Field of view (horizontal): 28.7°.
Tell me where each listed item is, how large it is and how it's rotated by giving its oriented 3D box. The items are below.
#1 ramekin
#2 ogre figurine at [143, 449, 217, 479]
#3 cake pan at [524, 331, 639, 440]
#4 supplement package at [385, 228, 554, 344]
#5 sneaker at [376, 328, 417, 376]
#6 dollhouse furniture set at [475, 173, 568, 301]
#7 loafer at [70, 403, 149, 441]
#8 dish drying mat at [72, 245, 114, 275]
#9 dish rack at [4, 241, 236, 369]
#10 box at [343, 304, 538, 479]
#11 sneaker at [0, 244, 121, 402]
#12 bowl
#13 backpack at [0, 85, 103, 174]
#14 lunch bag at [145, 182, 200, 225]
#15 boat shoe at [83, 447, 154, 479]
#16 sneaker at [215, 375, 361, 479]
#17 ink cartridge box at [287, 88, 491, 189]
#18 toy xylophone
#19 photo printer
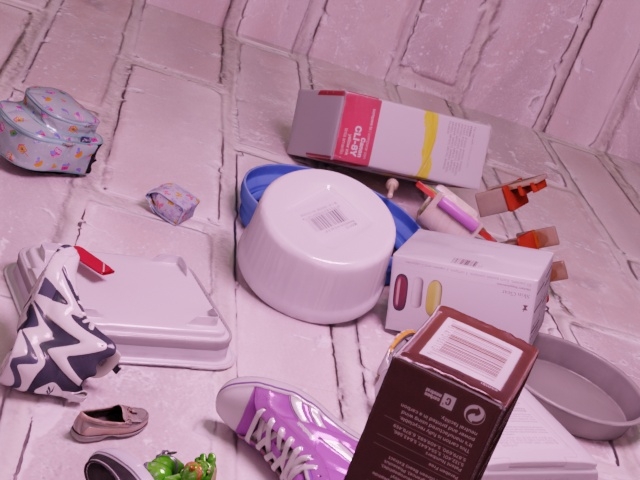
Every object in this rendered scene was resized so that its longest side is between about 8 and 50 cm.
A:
[{"bbox_3d":[0.000,0.000,2.224,0.277,0.135,0.277,10,44,-10],"label":"ramekin"},{"bbox_3d":[-0.148,0.320,1.541,0.197,0.097,0.118,51,15,25],"label":"ogre figurine"},{"bbox_3d":[0.441,0.262,2.238,0.293,0.054,0.293,18,22,-7],"label":"cake pan"},{"bbox_3d":[0.273,0.090,2.277,0.262,0.145,0.204,10,17,16],"label":"supplement package"},{"bbox_3d":[0.172,0.201,2.108,0.083,0.084,0.215,39,27,26],"label":"sneaker"},{"bbox_3d":[0.413,0.008,2.512,0.135,0.259,0.262,-12,7,31],"label":"dollhouse furniture set"},{"bbox_3d":[-0.276,0.239,1.674,0.045,0.039,0.125,36,26,33],"label":"loafer"},{"bbox_3d":[-0.358,0.030,1.943,0.083,0.008,0.032,32,26,26],"label":"dish drying mat"},{"bbox_3d":[-0.306,0.091,1.955,0.333,0.072,0.285,6,27,-30],"label":"dish rack"},{"bbox_3d":[0.107,0.285,1.455,0.143,0.381,0.191,24,22,13],"label":"box"},{"bbox_3d":[-0.342,0.125,1.753,0.153,0.094,0.235,26,43,-16],"label":"sneaker"},{"bbox_3d":[0.019,-0.033,2.515,0.391,0.077,0.391,18,23,-8],"label":"bowl"},{"bbox_3d":[-0.521,-0.205,2.351,0.188,0.144,0.166,-10,43,-47],"label":"backpack"},{"bbox_3d":[-0.283,-0.072,2.372,0.083,0.053,0.071,35,26,8],"label":"lunch bag"},{"bbox_3d":[-0.227,0.331,1.469,0.076,0.080,0.228,-1,38,-45],"label":"boat shoe"},{"bbox_3d":[-0.038,0.288,1.697,0.282,0.102,0.161,26,26,12],"label":"sneaker"},{"bbox_3d":[0.157,-0.231,2.874,0.384,0.160,0.279,10,2,-24],"label":"ink cartridge box"},{"bbox_3d":[0.252,-0.067,2.670,0.236,0.081,0.323,36,8,-8],"label":"toy xylophone"},{"bbox_3d":[0.242,0.290,1.926,0.256,0.107,0.307,6,26,-34],"label":"photo printer"}]
